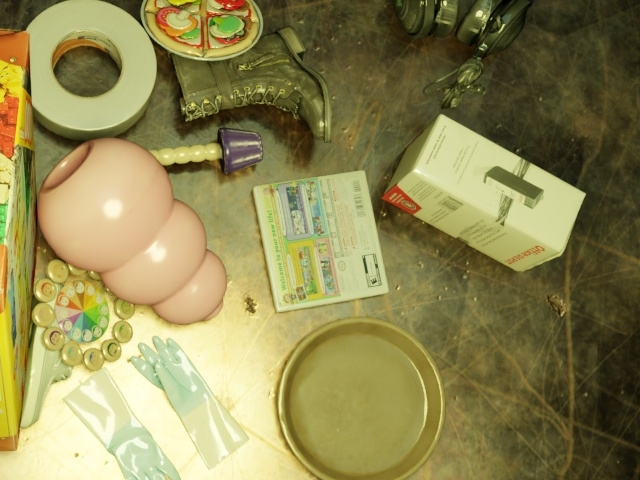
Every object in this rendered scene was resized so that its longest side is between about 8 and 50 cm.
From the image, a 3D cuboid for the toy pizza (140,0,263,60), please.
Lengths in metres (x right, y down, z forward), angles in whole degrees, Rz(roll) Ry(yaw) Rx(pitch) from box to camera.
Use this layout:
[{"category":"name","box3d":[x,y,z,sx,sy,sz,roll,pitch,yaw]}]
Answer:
[{"category":"toy pizza","box3d":[-0.192,-0.372,1.927,0.201,0.032,0.201,7,51,-8]}]

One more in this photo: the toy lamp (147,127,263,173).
[{"category":"toy lamp","box3d":[-0.230,-0.136,1.896,0.274,0.080,0.080,-6,81,-10]}]

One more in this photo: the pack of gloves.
[{"category":"pack of gloves","box3d":[-0.252,0.275,1.826,0.195,0.046,0.232,-37,88,-17]}]

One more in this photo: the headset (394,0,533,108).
[{"category":"headset","box3d":[0.246,-0.400,1.989,0.243,0.185,0.394,15,65,-8]}]

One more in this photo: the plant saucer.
[{"category":"plant saucer","box3d":[0.065,0.262,1.898,0.278,0.041,0.278,2,79,-12]}]

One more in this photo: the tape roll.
[{"category":"tape roll","box3d":[-0.375,-0.272,1.893,0.219,0.072,0.219,2,78,-11]}]

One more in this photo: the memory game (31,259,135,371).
[{"category":"memory game","box3d":[-0.359,0.107,1.803,0.186,0.012,0.186,17,65,-41]}]

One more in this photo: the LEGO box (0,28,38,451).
[{"category":"LEGO box","box3d":[-0.485,0.015,1.548,0.193,0.500,0.372,3,60,-10]}]

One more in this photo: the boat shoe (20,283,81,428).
[{"category":"boat shoe","box3d":[-0.410,0.177,1.793,0.081,0.079,0.227,17,75,-30]}]

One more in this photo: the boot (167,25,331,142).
[{"category":"boot","box3d":[-0.116,-0.234,1.917,0.229,0.091,0.263,-18,57,-14]}]

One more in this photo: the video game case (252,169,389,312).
[{"category":"video game case","box3d":[0.000,0.000,1.944,0.193,0.023,0.212,-9,82,-14]}]

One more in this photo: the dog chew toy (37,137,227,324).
[{"category":"dog chew toy","box3d":[-0.268,0.001,1.787,0.332,0.206,0.206,47,72,-25]}]

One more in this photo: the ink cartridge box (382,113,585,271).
[{"category":"ink cartridge box","box3d":[0.264,-0.071,1.922,0.273,0.197,0.114,29,75,-5]}]
